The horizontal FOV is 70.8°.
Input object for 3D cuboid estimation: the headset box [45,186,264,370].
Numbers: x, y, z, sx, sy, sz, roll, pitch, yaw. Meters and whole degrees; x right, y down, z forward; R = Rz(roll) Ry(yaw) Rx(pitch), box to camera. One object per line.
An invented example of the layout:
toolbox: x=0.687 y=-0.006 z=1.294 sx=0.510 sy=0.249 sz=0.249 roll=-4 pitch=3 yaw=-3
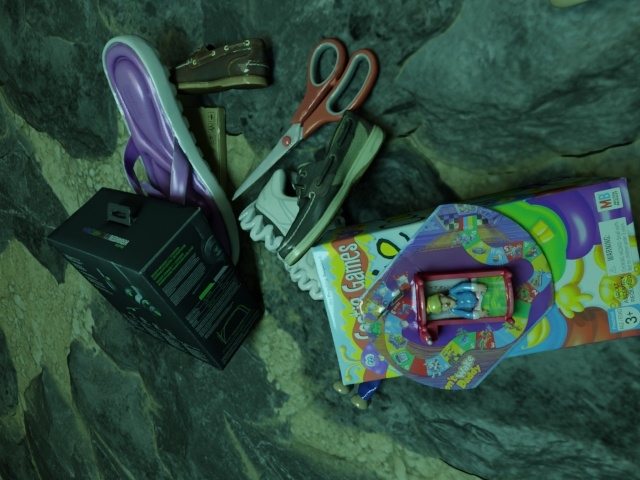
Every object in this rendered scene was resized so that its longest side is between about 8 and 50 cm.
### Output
headset box: x=-0.269 y=0.056 z=0.750 sx=0.246 sy=0.131 sz=0.283 roll=12 pitch=143 yaw=32

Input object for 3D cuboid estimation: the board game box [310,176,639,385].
board game box: x=0.147 y=0.035 z=0.468 sx=0.275 sy=0.142 sz=0.145 roll=-13 pitch=96 yaw=9

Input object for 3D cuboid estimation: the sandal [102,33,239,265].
sandal: x=-0.270 y=-0.117 z=0.752 sx=0.169 sy=0.102 sz=0.417 roll=-7 pitch=111 yaw=41

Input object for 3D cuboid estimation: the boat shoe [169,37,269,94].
boat shoe: x=-0.168 y=-0.273 z=0.717 sx=0.206 sy=0.073 sz=0.073 roll=3 pitch=103 yaw=27

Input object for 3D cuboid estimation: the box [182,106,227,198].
box: x=-0.237 y=-0.141 z=0.826 sx=0.164 sy=0.021 sz=0.201 roll=12 pitch=109 yaw=32

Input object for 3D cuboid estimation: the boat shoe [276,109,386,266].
boat shoe: x=0.002 y=-0.072 z=0.575 sx=0.073 sy=0.224 sz=0.080 roll=35 pitch=163 yaw=-5

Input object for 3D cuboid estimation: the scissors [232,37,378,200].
scissors: x=-0.030 y=-0.150 z=0.651 sx=0.109 sy=0.021 sz=0.297 roll=42 pitch=110 yaw=19

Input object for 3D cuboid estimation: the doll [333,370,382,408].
doll: x=0.082 y=0.155 z=0.669 sx=0.129 sy=0.046 sz=0.189 roll=30 pitch=111 yaw=35

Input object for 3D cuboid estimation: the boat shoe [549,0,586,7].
boat shoe: x=0.349 y=-0.291 z=0.341 sx=0.341 sy=0.122 sz=0.110 roll=-4 pitch=137 yaw=38

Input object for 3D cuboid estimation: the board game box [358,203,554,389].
board game box: x=0.118 y=0.056 z=0.385 sx=0.133 sy=0.033 sz=0.169 roll=40 pitch=101 yaw=1

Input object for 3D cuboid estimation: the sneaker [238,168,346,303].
sneaker: x=0.000 y=0.000 z=0.643 sx=0.292 sy=0.110 sz=0.118 roll=40 pitch=106 yaw=29
